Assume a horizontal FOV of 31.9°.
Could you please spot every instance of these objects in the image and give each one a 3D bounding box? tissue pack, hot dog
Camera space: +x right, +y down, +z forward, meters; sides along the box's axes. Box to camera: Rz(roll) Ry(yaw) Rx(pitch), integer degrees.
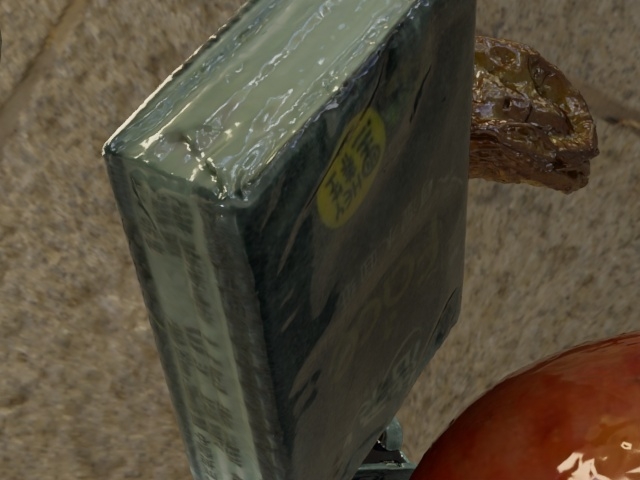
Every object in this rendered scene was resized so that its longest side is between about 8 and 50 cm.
[{"bbox_3d":[0.000,0.000,0.529,0.081,0.257,0.185,24,55,24],"label":"tissue pack"},{"bbox_3d":[0.183,-0.134,1.196,0.258,0.114,0.175,7,55,-25],"label":"hot dog"}]

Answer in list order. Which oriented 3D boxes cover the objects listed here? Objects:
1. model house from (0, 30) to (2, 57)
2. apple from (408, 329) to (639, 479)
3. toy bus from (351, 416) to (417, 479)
[{"bbox_3d":[-0.135,-0.096,0.265,0.291,0.253,0.185,-29,85,22],"label":"model house"},{"bbox_3d":[0.094,0.181,0.456,0.163,0.251,0.293,-1,88,6],"label":"apple"},{"bbox_3d":[-0.035,0.202,1.190,0.271,0.133,0.165,52,127,47],"label":"toy bus"}]
